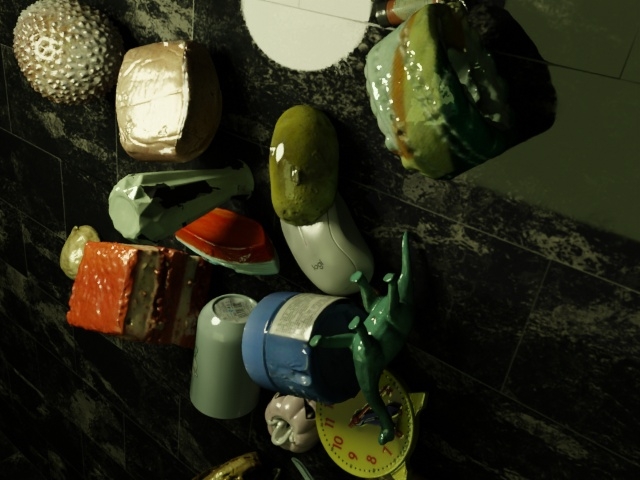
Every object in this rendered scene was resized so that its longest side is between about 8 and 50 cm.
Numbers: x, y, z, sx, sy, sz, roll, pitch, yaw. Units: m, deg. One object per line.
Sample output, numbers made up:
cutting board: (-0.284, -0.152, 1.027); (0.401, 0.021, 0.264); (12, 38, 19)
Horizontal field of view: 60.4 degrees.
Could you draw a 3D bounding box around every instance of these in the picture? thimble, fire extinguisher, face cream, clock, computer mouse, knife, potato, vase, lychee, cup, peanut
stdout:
thimble: (0.204, -0.254, 0.942); (0.167, 0.254, 0.289); (-24, 79, 39)
fire extinguisher: (0.190, -0.430, 1.016); (0.177, 0.050, 0.062); (4, 91, 37)
face cream: (-0.025, 0.249, 1.307); (0.225, 0.249, 0.249); (-1, 106, 43)
clock: (0.106, 0.433, 1.338); (0.293, 0.071, 0.278); (6, 86, 36)
computer mouse: (0.000, 0.000, 1.287); (0.184, 0.121, 0.297); (-30, 89, 42)
knife: (-0.018, 0.740, 1.654); (0.210, 0.015, 0.028); (52, 136, 10)
potato: (-0.053, -0.174, 1.209); (0.160, 0.111, 0.272); (0, 83, 32)
vase: (-0.322, -0.109, 1.334); (0.165, 0.360, 0.165); (15, 116, 34)
lychee: (-0.683, -0.526, 1.512); (0.299, 0.300, 0.300); (15, 116, 33)
cup: (-0.256, 0.318, 1.553); (0.205, 0.205, 0.313); (25, 120, 28)
peanut: (-0.816, 0.094, 1.936); (0.292, 0.159, 0.143); (63, 157, 0)

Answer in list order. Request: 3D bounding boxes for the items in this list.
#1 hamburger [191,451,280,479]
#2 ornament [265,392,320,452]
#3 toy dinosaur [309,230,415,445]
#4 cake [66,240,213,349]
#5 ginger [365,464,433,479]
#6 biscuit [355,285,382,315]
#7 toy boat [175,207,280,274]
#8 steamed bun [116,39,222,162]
hamburger: (-0.276, 0.777, 1.677); (0.276, 0.317, 0.195); (-32, 77, 35)
ornament: (-0.068, 0.486, 1.497); (0.177, 0.177, 0.178); (15, 116, 33)
toy dinosaur: (0.169, 0.227, 1.229); (0.331, 0.383, 0.129); (48, 164, -28)
cake: (-0.499, 0.152, 1.555); (0.269, 0.319, 0.270); (4, 82, 37)
ginger: (0.239, 0.648, 1.344); (0.354, 0.126, 0.190); (40, 123, 19)
biscuit: (0.120, 0.152, 1.319); (0.078, 0.015, 0.091); (3, 109, 39)
toy boat: (-0.239, 0.015, 1.471); (0.331, 0.145, 0.133); (19, 141, 34)
steamed bun: (-0.364, -0.337, 1.391); (0.251, 0.199, 0.302); (1, 87, 24)
